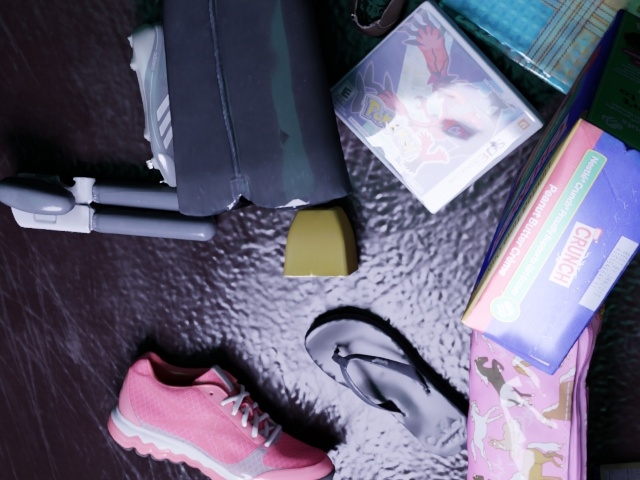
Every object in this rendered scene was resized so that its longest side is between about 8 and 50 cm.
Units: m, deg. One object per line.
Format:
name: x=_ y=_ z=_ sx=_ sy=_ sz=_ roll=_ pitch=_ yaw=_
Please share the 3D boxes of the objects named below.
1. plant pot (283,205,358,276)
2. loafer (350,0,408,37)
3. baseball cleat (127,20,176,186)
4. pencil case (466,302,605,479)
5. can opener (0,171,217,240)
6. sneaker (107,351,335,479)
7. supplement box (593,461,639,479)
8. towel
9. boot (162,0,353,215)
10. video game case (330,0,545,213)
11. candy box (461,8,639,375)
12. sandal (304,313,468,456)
plant pot: x=0.000 y=0.000 z=1.522 sx=0.081 sy=0.081 sz=0.083 roll=-1 pitch=95 yaw=12
loafer: x=0.088 y=-0.333 z=1.397 sx=0.080 sy=0.078 sz=0.220 roll=16 pitch=110 yaw=6
baseball cleat: x=-0.172 y=-0.169 z=1.508 sx=0.109 sy=0.072 sz=0.206 roll=-10 pitch=109 yaw=8
pencil case: x=0.261 y=0.235 z=1.498 sx=0.167 sy=0.160 sz=0.386 roll=1 pitch=106 yaw=12
can opener: x=-0.272 y=-0.038 z=1.563 sx=0.280 sy=0.093 sz=0.074 roll=5 pitch=107 yaw=5
sneaker: x=-0.126 y=0.238 z=1.599 sx=0.314 sy=0.116 sz=0.136 roll=17 pitch=106 yaw=9
supplement box: x=0.393 y=0.331 z=1.554 sx=0.083 sy=0.056 sz=0.083 roll=-6 pitch=105 yaw=13
towel: x=0.347 y=-0.281 z=1.382 sx=0.370 sy=0.040 sz=0.271 roll=33 pitch=111 yaw=0
boot: x=-0.024 y=-0.256 z=1.346 sx=0.367 sy=0.146 sz=0.445 roll=-2 pitch=94 yaw=36
video game case: x=0.132 y=-0.156 z=1.454 sx=0.201 sy=0.023 sz=0.183 roll=45 pitch=119 yaw=-7
candy box: x=0.280 y=-0.059 z=1.289 sx=0.122 sy=0.317 sz=0.268 roll=28 pitch=124 yaw=2
sandal: x=0.092 y=0.183 z=1.571 sx=0.254 sy=0.054 sz=0.097 roll=36 pitch=110 yaw=-1
